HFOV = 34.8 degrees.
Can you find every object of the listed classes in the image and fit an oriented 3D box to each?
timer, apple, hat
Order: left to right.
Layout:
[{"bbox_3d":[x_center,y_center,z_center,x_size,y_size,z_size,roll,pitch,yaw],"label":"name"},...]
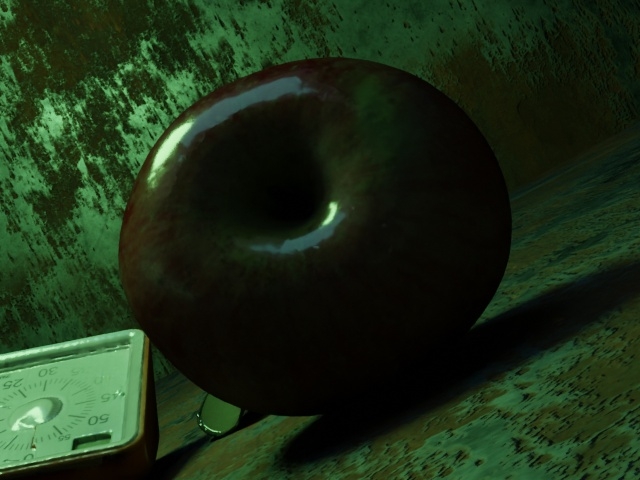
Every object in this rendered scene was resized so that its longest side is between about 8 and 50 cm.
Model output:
[{"bbox_3d":[-0.317,0.228,1.176,0.257,0.161,0.250,-11,11,-2],"label":"timer"},{"bbox_3d":[-0.080,0.183,1.256,0.147,0.085,0.175,-41,16,34],"label":"hat"},{"bbox_3d":[0.000,0.000,0.929,0.344,0.345,0.269,-28,-21,3],"label":"apple"}]
